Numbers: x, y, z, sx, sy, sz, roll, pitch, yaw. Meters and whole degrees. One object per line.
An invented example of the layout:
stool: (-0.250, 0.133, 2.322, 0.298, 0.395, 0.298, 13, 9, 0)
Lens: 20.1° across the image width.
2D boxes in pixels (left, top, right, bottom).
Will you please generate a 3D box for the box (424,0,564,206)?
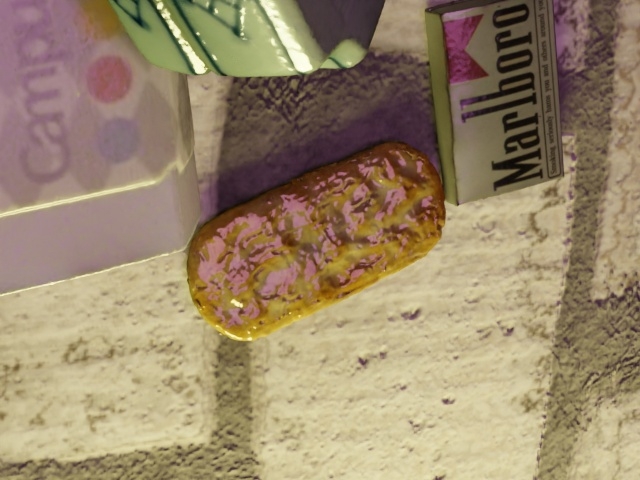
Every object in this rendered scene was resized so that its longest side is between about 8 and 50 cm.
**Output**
box: (0.155, -0.126, 1.574, 0.115, 0.036, 0.177, -16, 113, -20)

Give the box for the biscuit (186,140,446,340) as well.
biscuit: (0.000, 0.000, 1.543, 0.247, 0.029, 0.118, -25, 115, -17)

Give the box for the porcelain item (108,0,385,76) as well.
porcelain item: (-0.051, -0.270, 1.188, 0.286, 0.157, 0.281, 58, 46, -53)

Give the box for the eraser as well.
eraser: (-0.191, -0.171, 1.264, 0.213, 0.082, 0.397, -14, 112, -21)
